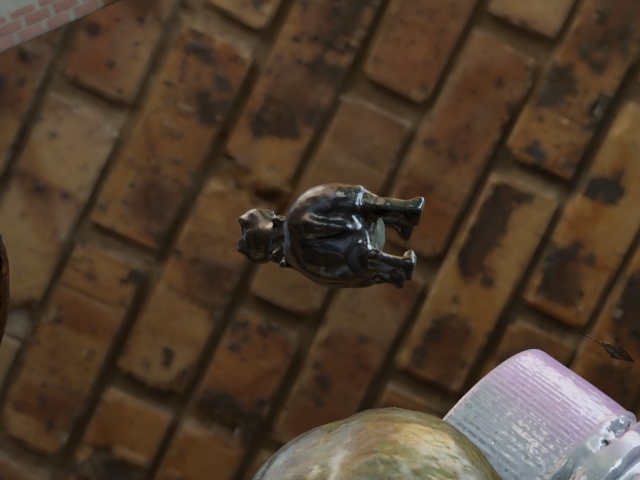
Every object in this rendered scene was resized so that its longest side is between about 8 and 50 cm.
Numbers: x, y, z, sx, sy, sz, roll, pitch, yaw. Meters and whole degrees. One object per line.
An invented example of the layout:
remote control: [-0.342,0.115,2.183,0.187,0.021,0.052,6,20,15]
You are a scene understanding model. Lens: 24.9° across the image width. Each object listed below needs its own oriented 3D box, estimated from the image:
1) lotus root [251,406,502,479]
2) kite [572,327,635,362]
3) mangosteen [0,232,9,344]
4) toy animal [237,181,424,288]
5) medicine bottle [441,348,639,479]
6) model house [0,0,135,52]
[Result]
lotus root: [0.004,0.187,0.513,0.322,0.140,0.158,-60,171,-59]
kite: [0.337,0.127,1.725,0.002,0.078,0.044,-57,147,-19]
mangosteen: [-0.422,0.045,1.298,0.288,0.288,0.288,-63,-172,16]
toy animal: [0.015,0.003,1.623,0.343,0.168,0.106,168,-69,-75]
medicine bottle: [0.213,0.251,1.000,0.256,0.325,0.256,-43,156,-25]
model house: [-0.275,-0.202,0.781,0.169,0.326,0.244,43,-25,50]
